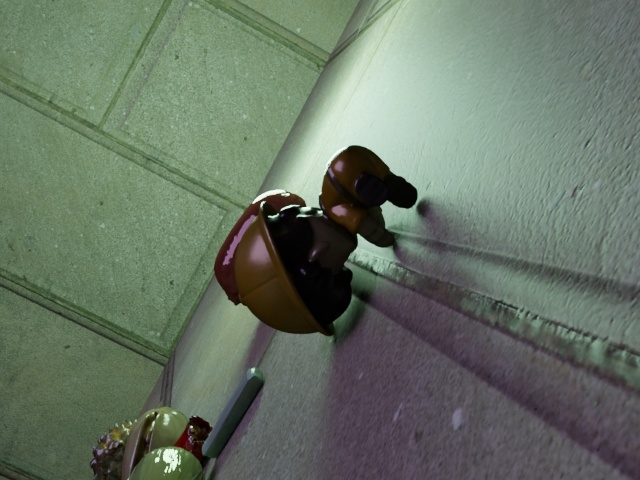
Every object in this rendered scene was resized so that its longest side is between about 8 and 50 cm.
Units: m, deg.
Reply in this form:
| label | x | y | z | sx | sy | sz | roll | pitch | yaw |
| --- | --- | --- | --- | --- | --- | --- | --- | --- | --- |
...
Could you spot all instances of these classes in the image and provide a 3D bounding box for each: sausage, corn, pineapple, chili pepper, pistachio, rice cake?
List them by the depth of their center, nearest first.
| label | x | y | z | sx | sy | sz | roll | pitch | yaw |
| --- | --- | --- | --- | --- | --- | --- | --- | --- | --- |
| corn | -0.244 | 0.417 | 1.300 | 0.122 | 0.123 | 0.305 | -58 | 11 | 12 |
| rice cake | -0.145 | 0.283 | 1.431 | 0.180 | 0.030 | 0.042 | -59 | 15 | 19 |
| chili pepper | -0.238 | 0.379 | 1.557 | 0.070 | 0.073 | 0.123 | -2 | -45 | -50 |
| pistachio | -0.329 | 0.430 | 1.744 | 0.223 | 0.126 | 0.152 | -80 | -14 | -49 |
| sausage | -0.122 | 0.013 | 1.759 | 0.254 | 0.148 | 0.148 | -60 | 9 | 7 |
| pineapple | -0.418 | 0.483 | 2.023 | 0.175 | 0.175 | 0.361 | -61 | -4 | 3 |

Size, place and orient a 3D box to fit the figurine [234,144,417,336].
| label | x | y | z | sx | sy | sz | roll | pitch | yaw |
| --- | --- | --- | --- | --- | --- | --- | --- | --- | --- |
| figurine | -0.004 | -0.003 | 1.096 | 0.257 | 0.167 | 0.192 | -57 | -3 | 13 |
